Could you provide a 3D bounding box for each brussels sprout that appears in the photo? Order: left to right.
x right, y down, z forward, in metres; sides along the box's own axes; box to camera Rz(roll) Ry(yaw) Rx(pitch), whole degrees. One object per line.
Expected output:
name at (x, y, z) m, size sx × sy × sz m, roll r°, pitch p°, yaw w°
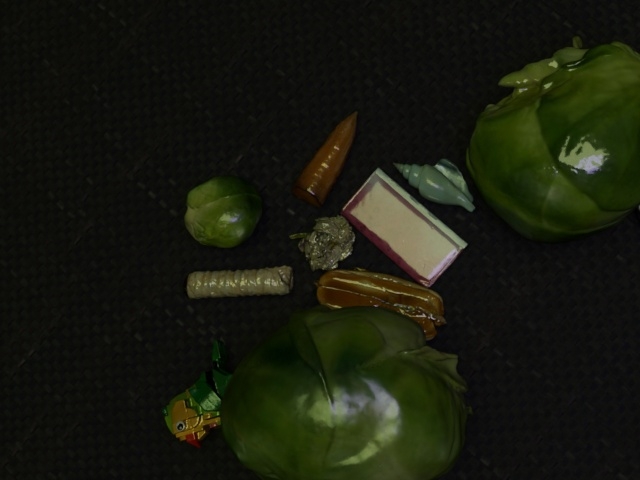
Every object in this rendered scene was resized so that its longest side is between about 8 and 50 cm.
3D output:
brussels sprout at (-0.185, -0.052, 1.891) m, size 0.155 × 0.117 × 0.155 m, roll -10°, pitch 70°, yaw 28°
brussels sprout at (0.024, 0.271, 1.641) m, size 0.425 × 0.361 × 0.342 m, roll -6°, pitch 70°, yaw 29°
brussels sprout at (0.457, -0.164, 1.719) m, size 0.371 × 0.276 × 0.315 m, roll -43°, pitch 64°, yaw -5°

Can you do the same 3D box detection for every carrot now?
carrot at (0.020, -0.167, 1.896) m, size 0.072 × 0.072 × 0.205 m, roll 27°, pitch 82°, yaw 12°

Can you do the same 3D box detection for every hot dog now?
hot dog at (0.111, 0.116, 1.838) m, size 0.269 × 0.072 × 0.109 m, roll 17°, pitch 84°, yaw 10°

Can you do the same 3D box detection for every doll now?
doll at (-0.216, 0.303, 1.854) m, size 0.186 × 0.106 × 0.134 m, roll -46°, pitch 72°, yaw 2°

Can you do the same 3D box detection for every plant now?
plant at (0.000, 0.000, 1.884) m, size 0.116 × 0.104 × 0.122 m, roll -34°, pitch 38°, yaw -31°

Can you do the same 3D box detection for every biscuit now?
biscuit at (-0.162, 0.082, 1.899) m, size 0.219 × 0.055 × 0.061 m, roll -2°, pitch 72°, yaw 10°

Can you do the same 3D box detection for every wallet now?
wallet at (0.159, -0.023, 1.870) m, size 0.232 × 0.025 × 0.119 m, roll 42°, pitch 91°, yaw 12°

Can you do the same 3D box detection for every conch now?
conch at (0.221, -0.112, 1.859) m, size 0.180 × 0.088 × 0.065 m, roll 28°, pitch 132°, yaw 6°

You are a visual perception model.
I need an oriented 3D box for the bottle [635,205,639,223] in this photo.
bottle at (0.698, -0.093, 1.760) m, size 0.254 × 0.079 × 0.096 m, roll -25°, pitch 41°, yaw 7°
